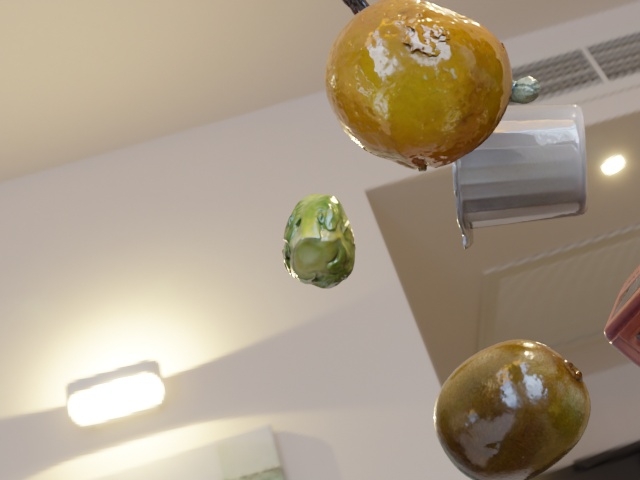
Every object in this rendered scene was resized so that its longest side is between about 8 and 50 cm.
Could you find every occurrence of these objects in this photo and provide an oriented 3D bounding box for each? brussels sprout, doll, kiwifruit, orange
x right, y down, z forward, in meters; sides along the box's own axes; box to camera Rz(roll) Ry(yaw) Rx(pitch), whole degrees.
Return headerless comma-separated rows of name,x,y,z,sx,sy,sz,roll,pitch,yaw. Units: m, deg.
brussels sprout,0.000,0.000,1.813,0.161,0.223,0.223,9,-41,-9
doll,0.226,-0.261,1.241,0.072,0.214,0.103,-55,-14,-2
kiwifruit,0.284,0.251,1.244,0.234,0.196,0.196,-38,-39,29
orange,0.112,-0.184,0.984,0.219,0.219,0.193,17,-87,-40

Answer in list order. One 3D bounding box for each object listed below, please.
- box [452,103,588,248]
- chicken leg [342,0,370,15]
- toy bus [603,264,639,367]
box,0.335,-0.139,1.400,0.206,0.291,0.262,-1,-44,17
chicken leg,0.144,-0.372,1.813,0.157,0.407,0.096,-14,-4,-3
toy bus,0.606,0.024,1.221,0.233,0.203,0.427,-42,-17,-42
